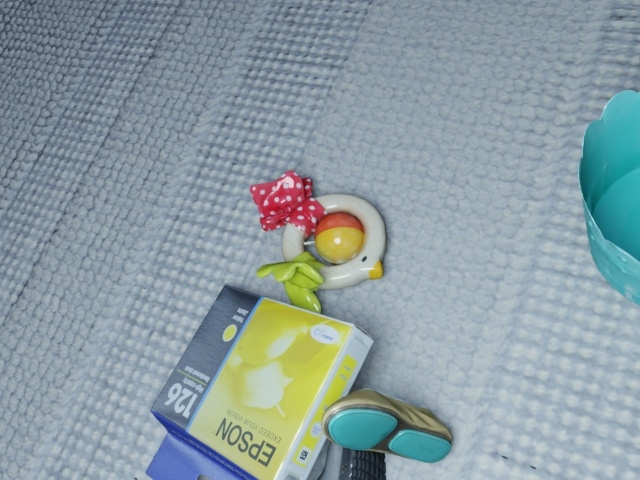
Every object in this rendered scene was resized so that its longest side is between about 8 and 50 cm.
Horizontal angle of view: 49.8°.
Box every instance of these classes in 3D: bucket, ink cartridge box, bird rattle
[{"bbox_3d":[0.459,-0.047,0.853,0.280,0.183,0.281,-9,63,18],"label":"bucket"},{"bbox_3d":[-0.111,0.227,0.954,0.303,0.072,0.307,11,65,47],"label":"ink cartridge box"},{"bbox_3d":[0.000,0.000,1.078,0.206,0.143,0.254,-6,49,6],"label":"bird rattle"}]

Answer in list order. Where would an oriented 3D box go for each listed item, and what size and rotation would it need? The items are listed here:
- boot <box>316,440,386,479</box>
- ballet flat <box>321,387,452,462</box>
[{"bbox_3d":[-0.042,0.365,0.896,0.222,0.118,0.339,-5,57,27],"label":"boot"},{"bbox_3d":[0.074,0.224,0.856,0.080,0.232,0.073,-45,42,15],"label":"ballet flat"}]
